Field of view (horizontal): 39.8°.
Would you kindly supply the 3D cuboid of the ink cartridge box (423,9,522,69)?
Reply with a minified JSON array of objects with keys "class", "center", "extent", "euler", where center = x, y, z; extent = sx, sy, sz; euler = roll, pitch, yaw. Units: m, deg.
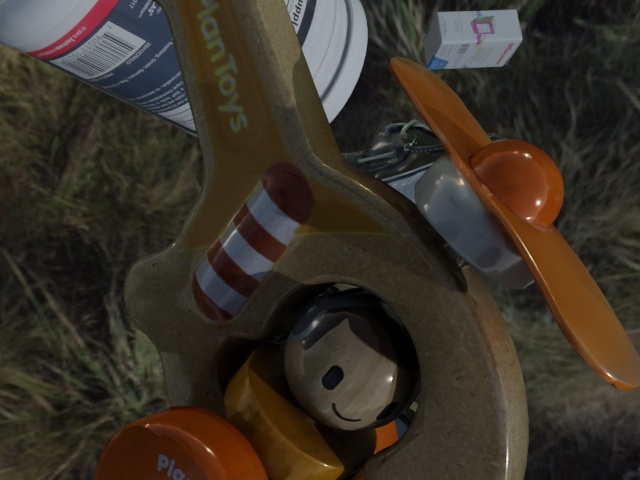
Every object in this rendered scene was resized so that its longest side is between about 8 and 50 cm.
[{"class":"ink cartridge box","center":[0.222,-0.293,1.294],"extent":[0.123,0.088,0.052],"euler":[-3,75,-9]}]

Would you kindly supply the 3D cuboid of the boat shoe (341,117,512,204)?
[{"class":"boat shoe","center":[0.097,-0.097,1.113],"extent":[0.335,0.121,0.119],"euler":[-12,85,42]}]

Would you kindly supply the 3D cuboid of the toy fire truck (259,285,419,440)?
[{"class":"toy fire truck","center":[-0.034,0.176,0.751],"extent":[0.246,0.158,0.217],"euler":[-46,70,10]}]

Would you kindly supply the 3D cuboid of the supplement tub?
[{"class":"supplement tub","center":[-0.110,-0.192,0.696],"extent":[0.191,0.272,0.191],"euler":[-17,64,37]}]

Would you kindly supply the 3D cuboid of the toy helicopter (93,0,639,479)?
[{"class":"toy helicopter","center":[-0.005,-0.026,0.391],"extent":[0.235,0.140,0.355],"euler":[-21,83,34]}]
